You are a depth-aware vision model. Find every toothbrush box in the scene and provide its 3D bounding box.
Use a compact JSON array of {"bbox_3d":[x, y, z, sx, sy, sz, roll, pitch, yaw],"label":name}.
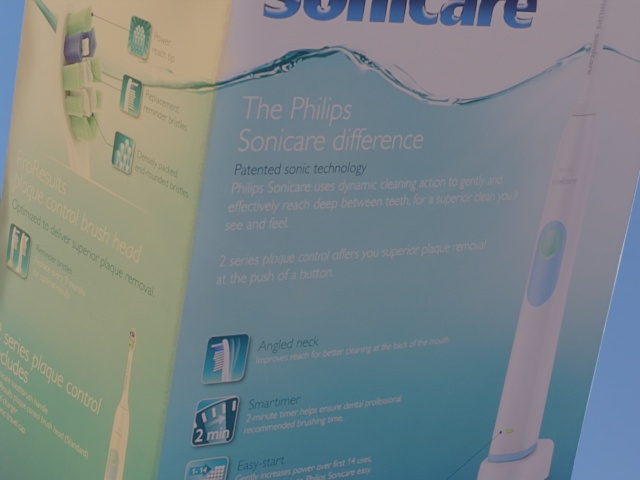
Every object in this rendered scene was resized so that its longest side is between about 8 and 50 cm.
[{"bbox_3d":[0.000,0.000,0.661,0.126,0.216,0.295,29,-64,45],"label":"toothbrush box"}]
